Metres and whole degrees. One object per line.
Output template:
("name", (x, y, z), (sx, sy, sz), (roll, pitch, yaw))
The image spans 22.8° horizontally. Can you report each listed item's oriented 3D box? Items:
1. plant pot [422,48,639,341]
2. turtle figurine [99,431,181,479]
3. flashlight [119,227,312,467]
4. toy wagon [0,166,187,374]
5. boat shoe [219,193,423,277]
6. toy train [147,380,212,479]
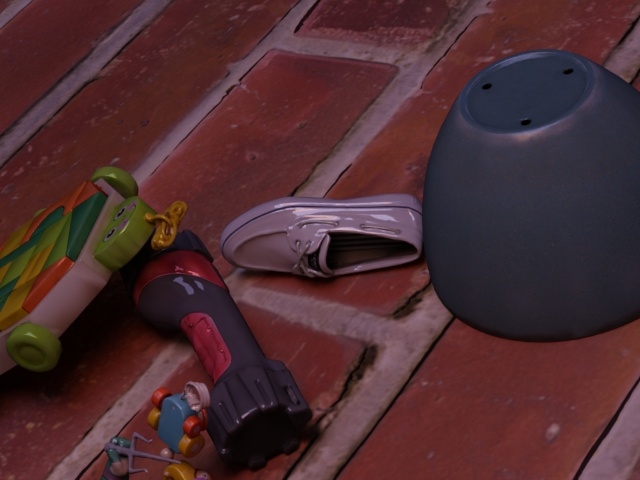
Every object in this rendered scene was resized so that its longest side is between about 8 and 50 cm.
("plant pot", (0.224, -0.072, 1.560), (0.290, 0.195, 0.290), (-13, 38, 11))
("turtle figurine", (-0.225, 0.272, 1.429), (0.234, 0.118, 0.175), (-15, 20, 34))
("flashlight", (-0.116, 0.106, 1.595), (0.103, 0.103, 0.304), (8, 31, -29))
("toy wagon", (-0.276, 0.029, 1.685), (0.344, 0.068, 0.267), (-31, 28, 38))
("boat shoe", (0.000, 0.000, 1.672), (0.226, 0.083, 0.076), (-12, 38, 12))
("toy train", (-0.098, 0.205, 1.450), (0.046, 0.166, 0.125), (-18, 3, -42))
